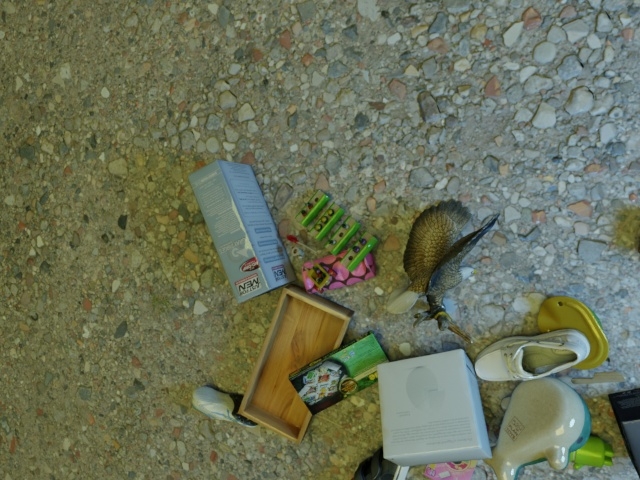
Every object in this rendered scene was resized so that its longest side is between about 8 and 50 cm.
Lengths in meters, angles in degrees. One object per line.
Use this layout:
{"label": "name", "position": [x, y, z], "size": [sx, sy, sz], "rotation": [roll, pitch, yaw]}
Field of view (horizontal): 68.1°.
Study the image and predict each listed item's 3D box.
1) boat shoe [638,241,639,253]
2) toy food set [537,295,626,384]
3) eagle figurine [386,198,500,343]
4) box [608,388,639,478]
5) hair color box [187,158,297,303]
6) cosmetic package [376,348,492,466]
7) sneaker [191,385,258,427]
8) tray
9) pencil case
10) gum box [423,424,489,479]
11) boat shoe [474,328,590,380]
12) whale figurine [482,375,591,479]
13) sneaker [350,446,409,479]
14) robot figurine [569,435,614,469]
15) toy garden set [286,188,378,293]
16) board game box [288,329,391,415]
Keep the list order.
{"label": "boat shoe", "position": [0.830, 0.047, 0.971], "size": [0.324, 0.122, 0.120], "rotation": [29, 109, 25]}
{"label": "toy food set", "position": [0.601, 0.222, 1.099], "size": [0.128, 0.071, 0.218], "rotation": [-34, 79, 45]}
{"label": "eagle figurine", "position": [0.298, 0.058, 1.142], "size": [0.226, 0.225, 0.298], "rotation": [12, 110, 30]}
{"label": "box", "position": [0.705, 0.424, 1.018], "size": [0.093, 0.158, 0.156], "rotation": [-19, 86, 22]}
{"label": "hair color box", "position": [-0.214, -0.029, 1.330], "size": [0.114, 0.185, 0.374], "rotation": [-25, 85, 21]}
{"label": "cosmetic package", "position": [0.270, 0.411, 1.148], "size": [0.224, 0.138, 0.224], "rotation": [-17, 50, 22]}
{"label": "sneaker", "position": [-0.291, 0.523, 1.468], "size": [0.237, 0.085, 0.086], "rotation": [15, 126, 16]}
{"label": "tray", "position": [-0.071, 0.352, 1.355], "size": [0.203, 0.076, 0.411], "rotation": [23, 101, 12]}
{"label": "pencil case", "position": [0.045, 0.076, 1.289], "size": [0.209, 0.095, 0.098], "rotation": [-20, 118, 21]}
{"label": "gum box", "position": [0.348, 0.545, 1.219], "size": [0.107, 0.062, 0.188], "rotation": [21, 101, 19]}
{"label": "boat shoe", "position": [0.472, 0.277, 1.103], "size": [0.277, 0.096, 0.098], "rotation": [-32, 80, 39]}
{"label": "whale figurine", "position": [0.500, 0.449, 1.093], "size": [0.141, 0.216, 0.272], "rotation": [32, 98, -22]}
{"label": "sneaker", "position": [0.152, 0.642, 1.271], "size": [0.127, 0.126, 0.321], "rotation": [22, 103, 13]}
{"label": "robot figurine", "position": [0.616, 0.489, 1.107], "size": [0.115, 0.067, 0.101], "rotation": [3, 104, 22]}
{"label": "toy garden set", "position": [0.000, 0.000, 1.261], "size": [0.204, 0.049, 0.244], "rotation": [-50, 57, 6]}
{"label": "board game box", "position": [0.058, 0.359, 1.280], "size": [0.260, 0.030, 0.136], "rotation": [-29, 101, 5]}
